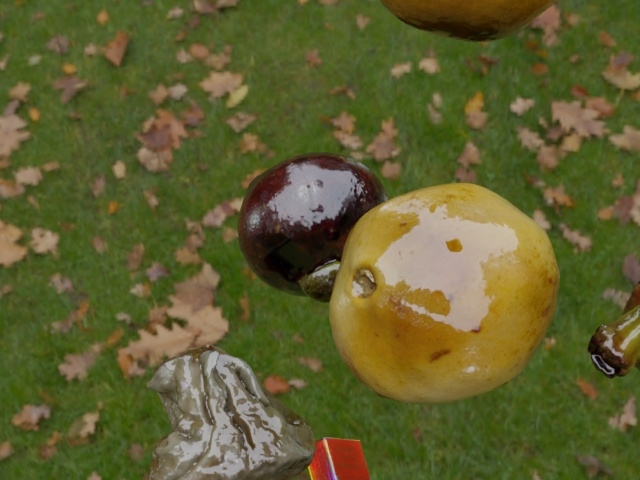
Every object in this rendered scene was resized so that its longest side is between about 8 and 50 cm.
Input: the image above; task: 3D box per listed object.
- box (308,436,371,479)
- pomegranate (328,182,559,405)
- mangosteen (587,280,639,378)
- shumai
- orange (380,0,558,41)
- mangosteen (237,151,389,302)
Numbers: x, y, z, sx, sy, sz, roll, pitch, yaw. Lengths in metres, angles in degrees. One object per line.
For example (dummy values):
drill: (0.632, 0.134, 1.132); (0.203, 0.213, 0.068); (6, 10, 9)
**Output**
box: (0.039, 0.399, 1.586); (0.048, 0.112, 0.175); (-27, 64, 24)
pomegranate: (0.120, 0.050, 0.999); (0.233, 0.233, 0.233); (-2, 47, 2)
mangosteen: (0.424, 0.063, 0.914); (0.293, 0.297, 0.297); (-7, 39, 38)
shumai: (-0.113, 0.222, 1.305); (0.218, 0.185, 0.184); (-2, 21, -6)
orange: (0.109, -0.198, 0.727); (0.160, 0.170, 0.112); (0, 71, -46)
mangosteen: (-0.008, -0.009, 1.390); (0.216, 0.216, 0.216); (-2, 47, 2)
